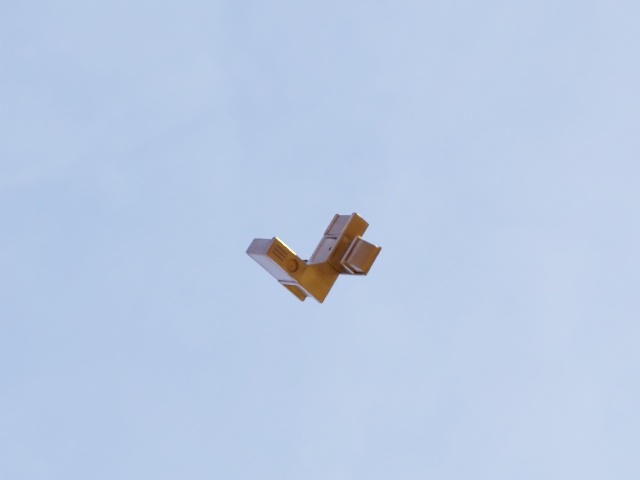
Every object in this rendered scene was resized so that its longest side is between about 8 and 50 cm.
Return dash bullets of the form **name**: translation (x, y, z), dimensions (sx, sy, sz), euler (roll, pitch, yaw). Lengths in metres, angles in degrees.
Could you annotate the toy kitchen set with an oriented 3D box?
- **toy kitchen set**: translation (0.000, 0.000, 1.529), dimensions (0.075, 0.068, 0.083), euler (42, -111, -28)
